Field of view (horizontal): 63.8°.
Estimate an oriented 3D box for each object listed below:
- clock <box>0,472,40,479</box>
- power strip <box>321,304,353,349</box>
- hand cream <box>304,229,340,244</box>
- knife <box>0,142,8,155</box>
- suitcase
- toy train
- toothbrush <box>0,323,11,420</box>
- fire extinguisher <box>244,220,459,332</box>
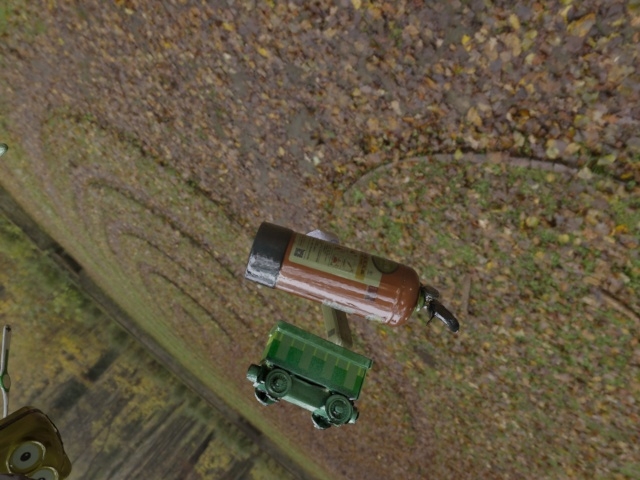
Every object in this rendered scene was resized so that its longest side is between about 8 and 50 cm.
[{"bbox_3d":[-0.499,0.516,0.850,0.339,0.102,0.338,1,128,1],"label":"clock"},{"bbox_3d":[0.048,0.266,1.894,0.066,0.387,0.092,-36,132,23],"label":"power strip"},{"bbox_3d":[0.000,0.000,1.296,0.084,0.053,0.142,-23,162,29],"label":"hand cream"},{"bbox_3d":[-0.554,-0.086,0.757,0.293,0.043,0.020,-15,149,26],"label":"knife"},{"bbox_3d":[-0.701,0.513,1.165,0.143,0.235,0.193,7,119,44],"label":"suitcase"},{"bbox_3d":[-0.027,0.333,1.268,0.301,0.202,0.120,25,153,-10],"label":"toy train"},{"bbox_3d":[-0.851,0.374,1.391,0.030,0.030,0.303,108,154,-64],"label":"toothbrush"},{"bbox_3d":[0.065,0.056,0.940,0.376,0.200,0.113,18,126,1],"label":"fire extinguisher"}]
